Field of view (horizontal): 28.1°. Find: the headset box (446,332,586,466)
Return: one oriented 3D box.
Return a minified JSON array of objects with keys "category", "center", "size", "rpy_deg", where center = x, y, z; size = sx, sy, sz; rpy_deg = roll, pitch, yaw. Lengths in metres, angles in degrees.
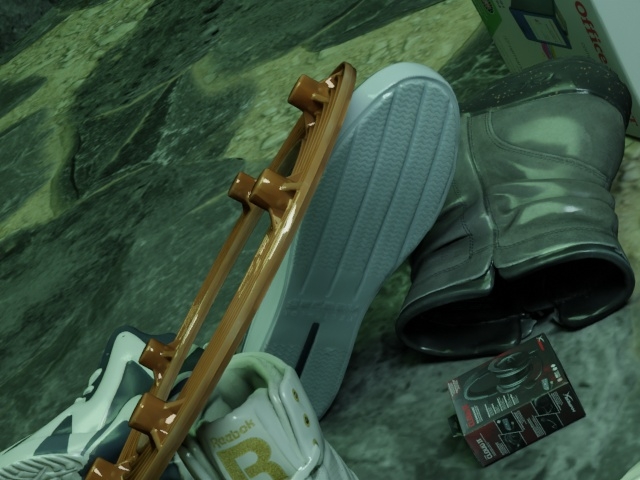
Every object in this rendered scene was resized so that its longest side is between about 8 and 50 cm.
[{"category":"headset box","center":[0.123,0.105,0.836],"size":[0.083,0.032,0.062],"rpy_deg":[-27,27,9]}]

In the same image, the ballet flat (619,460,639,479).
[{"category":"ballet flat","center":[0.219,0.108,0.576],"size":[0.248,0.086,0.086],"rpy_deg":[-15,24,-11]}]

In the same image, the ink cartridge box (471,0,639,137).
[{"category":"ink cartridge box","center":[0.226,-0.183,1.073],"size":[0.093,0.154,0.212],"rpy_deg":[-38,27,-10]}]

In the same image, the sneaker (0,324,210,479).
[{"category":"sneaker","center":[-0.172,0.146,1.032],"size":[0.235,0.094,0.153],"rpy_deg":[-28,25,11]}]

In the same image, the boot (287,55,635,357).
[{"category":"boot","center":[0.081,-0.005,0.993],"size":[0.338,0.118,0.223],"rpy_deg":[-23,37,37]}]

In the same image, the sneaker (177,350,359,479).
[{"category":"sneaker","center":[-0.019,0.177,0.720],"size":[0.108,0.169,0.292],"rpy_deg":[-31,27,1]}]

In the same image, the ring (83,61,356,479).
[{"category":"ring","center":[-0.070,0.031,0.816],"size":[0.336,0.032,0.336],"rpy_deg":[-59,8,14]}]

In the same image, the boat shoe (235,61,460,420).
[{"category":"boat shoe","center":[0.000,0.000,0.926],"size":[0.302,0.109,0.094],"rpy_deg":[-64,31,21]}]
